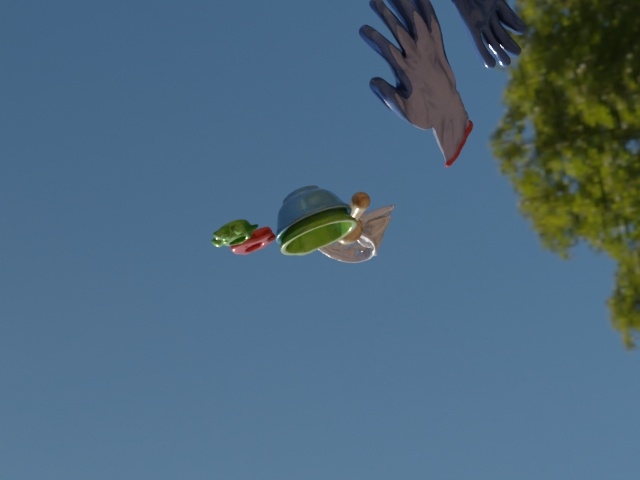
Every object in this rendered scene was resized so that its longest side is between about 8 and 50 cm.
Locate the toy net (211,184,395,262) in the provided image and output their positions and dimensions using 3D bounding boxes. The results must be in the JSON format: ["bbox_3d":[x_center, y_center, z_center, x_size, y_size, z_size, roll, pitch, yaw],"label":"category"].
[{"bbox_3d":[0.000,0.000,1.188,0.232,0.122,0.045,15,-131,-66],"label":"toy net"}]

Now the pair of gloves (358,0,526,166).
[{"bbox_3d":[0.102,-0.168,1.071,0.159,0.023,0.198,53,-124,-39],"label":"pair of gloves"}]
